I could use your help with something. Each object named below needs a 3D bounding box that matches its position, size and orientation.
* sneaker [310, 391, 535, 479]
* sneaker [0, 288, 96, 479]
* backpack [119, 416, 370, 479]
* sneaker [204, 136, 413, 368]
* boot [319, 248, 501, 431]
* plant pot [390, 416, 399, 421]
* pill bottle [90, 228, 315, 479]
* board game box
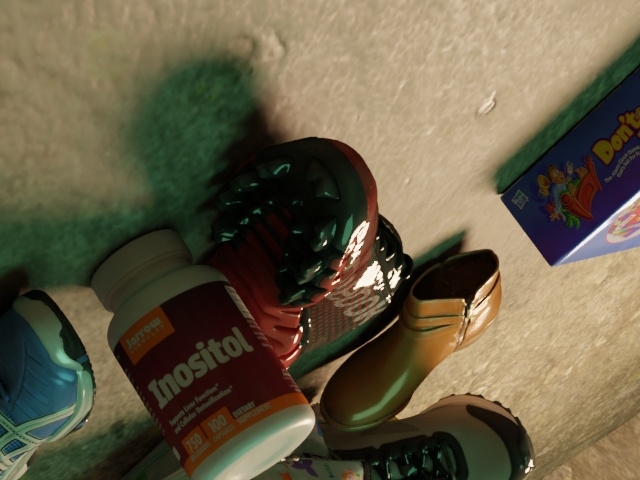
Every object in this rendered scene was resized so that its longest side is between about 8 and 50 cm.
[{"bbox_3d":[0.074,0.210,1.595,0.272,0.100,0.108,-7,-161,32],"label":"sneaker"},{"bbox_3d":[-0.201,0.107,1.028,0.081,0.080,0.211,-24,159,-41],"label":"sneaker"},{"bbox_3d":[-0.084,0.267,1.490,0.253,0.191,0.225,-3,146,-48],"label":"backpack"},{"bbox_3d":[0.000,0.000,1.090,0.135,0.097,0.276,-27,164,-23],"label":"sneaker"},{"bbox_3d":[0.080,0.084,1.535,0.197,0.073,0.152,-37,162,-16],"label":"boot"},{"bbox_3d":[0.048,0.236,1.809,0.134,0.134,0.095,-17,131,-46],"label":"plant pot"},{"bbox_3d":[-0.076,0.072,1.044,0.086,0.152,0.086,-31,163,-11],"label":"pill bottle"},{"bbox_3d":[0.339,-0.092,1.517,0.233,0.078,0.347,-44,161,29],"label":"board game box"}]
